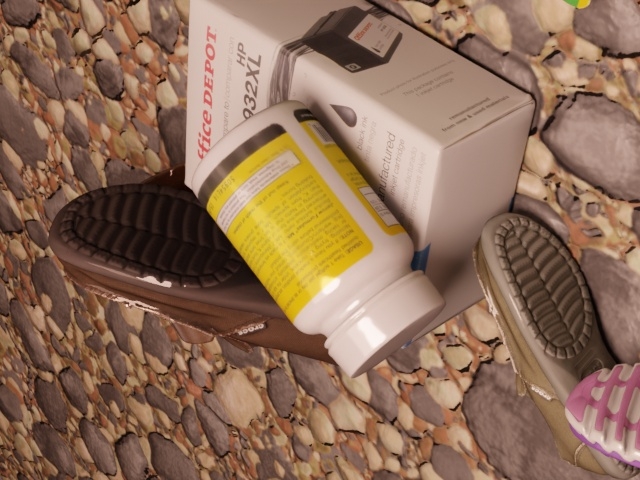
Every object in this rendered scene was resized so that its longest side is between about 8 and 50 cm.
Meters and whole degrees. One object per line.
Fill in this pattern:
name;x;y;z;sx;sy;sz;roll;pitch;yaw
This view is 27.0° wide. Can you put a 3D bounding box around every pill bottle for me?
pill bottle;0.000;0.000;1.080;0.208;0.119;0.119;52;144;12

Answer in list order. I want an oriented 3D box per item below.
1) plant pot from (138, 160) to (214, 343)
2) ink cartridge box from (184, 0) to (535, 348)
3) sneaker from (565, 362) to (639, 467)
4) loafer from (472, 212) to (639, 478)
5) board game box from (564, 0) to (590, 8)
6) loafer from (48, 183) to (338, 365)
plant pot;-0.131;0.013;1.454;0.167;0.167;0.165;1;120;51
ink cartridge box;0.020;-0.086;1.211;0.307;0.129;0.223;36;138;31
sneaker;0.304;0.174;1.041;0.236;0.095;0.105;15;139;26
loafer;0.192;0.097;1.149;0.087;0.094;0.251;-23;94;50
board game box;0.114;-0.286;1.004;0.259;0.039;0.124;38;146;19
loafer;-0.093;0.055;1.313;0.365;0.134;0.130;17;133;1
